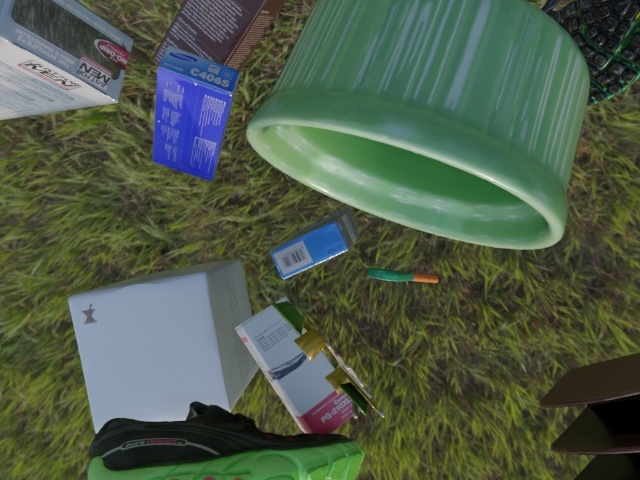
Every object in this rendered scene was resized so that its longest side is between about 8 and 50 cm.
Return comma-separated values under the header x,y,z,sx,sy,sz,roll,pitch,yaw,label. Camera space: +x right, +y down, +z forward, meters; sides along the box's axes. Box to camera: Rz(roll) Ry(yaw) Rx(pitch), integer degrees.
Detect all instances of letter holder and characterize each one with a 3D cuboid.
x,y,z,sx,sy,sz,roll,pitch,yaw,label
0.488,0.296,0.811,0.214,0.302,0.152,-29,79,-28,letter holder

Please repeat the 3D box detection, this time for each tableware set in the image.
x,y,z,sx,sy,sz,roll,pitch,yaw,label
0.005,0.113,0.469,0.024,0.104,0.154,-41,145,-9,tableware set

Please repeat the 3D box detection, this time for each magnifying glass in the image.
x,y,z,sx,sy,sz,roll,pitch,yaw,label
0.233,0.100,1.437,0.231,0.092,0.026,5,95,-29,magnifying glass

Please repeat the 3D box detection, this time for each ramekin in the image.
x,y,z,sx,sy,sz,roll,pitch,yaw,label
0.096,-0.112,0.499,0.304,0.303,0.148,21,85,-9,ramekin

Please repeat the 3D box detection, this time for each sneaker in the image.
x,y,z,sx,sy,sz,roll,pitch,yaw,label
0.424,-0.290,0.648,0.134,0.146,0.343,60,146,2,sneaker
-0.101,0.312,0.736,0.185,0.202,0.483,-56,140,2,sneaker

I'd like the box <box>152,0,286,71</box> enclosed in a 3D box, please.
x,y,z,sx,sy,sz,roll,pitch,yaw,label
-0.270,-0.585,1.399,0.191,0.143,0.381,43,117,0,box

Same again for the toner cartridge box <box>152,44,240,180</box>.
x,y,z,sx,sy,sz,roll,pitch,yaw,label
-0.308,-0.288,1.244,0.165,0.075,0.348,17,149,-11,toner cartridge box

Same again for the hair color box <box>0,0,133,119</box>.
x,y,z,sx,sy,sz,roll,pitch,yaw,label
-0.500,-0.292,0.820,0.375,0.185,0.113,4,78,33,hair color box

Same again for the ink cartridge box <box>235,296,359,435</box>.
x,y,z,sx,sy,sz,roll,pitch,yaw,label
-0.049,0.231,0.949,0.100,0.172,0.237,-33,86,-17,ink cartridge box

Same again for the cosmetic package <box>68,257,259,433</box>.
x,y,z,sx,sy,sz,roll,pitch,yaw,label
-0.368,0.242,1.331,0.330,0.394,0.327,-10,92,4,cosmetic package

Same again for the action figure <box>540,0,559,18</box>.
x,y,z,sx,sy,sz,roll,pitch,yaw,label
0.368,-0.444,0.871,0.141,0.164,0.275,-18,105,28,action figure

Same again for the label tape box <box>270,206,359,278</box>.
x,y,z,sx,sy,sz,roll,pitch,yaw,label
0.000,0.000,1.745,0.241,0.334,0.105,-25,95,17,label tape box

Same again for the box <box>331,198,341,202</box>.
x,y,z,sx,sy,sz,roll,pitch,yaw,label
0.113,-0.169,0.929,0.203,0.168,0.167,13,145,40,box
